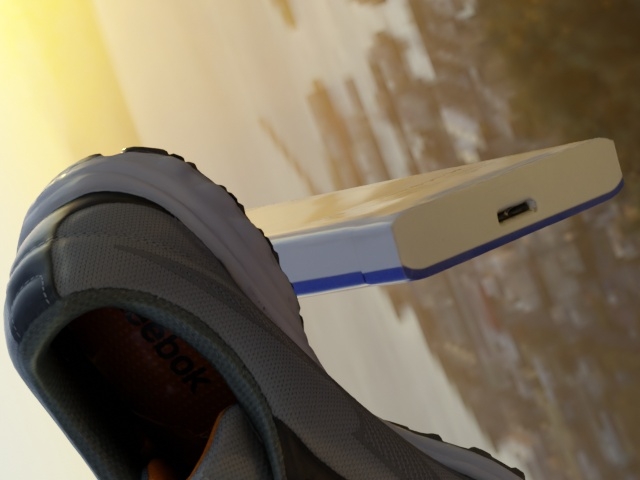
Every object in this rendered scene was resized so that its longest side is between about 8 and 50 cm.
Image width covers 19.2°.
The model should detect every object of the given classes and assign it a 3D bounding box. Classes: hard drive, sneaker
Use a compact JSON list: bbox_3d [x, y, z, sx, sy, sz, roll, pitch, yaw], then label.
[{"bbox_3d":[0.000,0.000,1.178,0.319,0.210,0.040,-10,97,45],"label":"hard drive"},{"bbox_3d":[-0.004,0.092,0.619,0.271,0.100,0.108,44,-161,-10],"label":"sneaker"}]
